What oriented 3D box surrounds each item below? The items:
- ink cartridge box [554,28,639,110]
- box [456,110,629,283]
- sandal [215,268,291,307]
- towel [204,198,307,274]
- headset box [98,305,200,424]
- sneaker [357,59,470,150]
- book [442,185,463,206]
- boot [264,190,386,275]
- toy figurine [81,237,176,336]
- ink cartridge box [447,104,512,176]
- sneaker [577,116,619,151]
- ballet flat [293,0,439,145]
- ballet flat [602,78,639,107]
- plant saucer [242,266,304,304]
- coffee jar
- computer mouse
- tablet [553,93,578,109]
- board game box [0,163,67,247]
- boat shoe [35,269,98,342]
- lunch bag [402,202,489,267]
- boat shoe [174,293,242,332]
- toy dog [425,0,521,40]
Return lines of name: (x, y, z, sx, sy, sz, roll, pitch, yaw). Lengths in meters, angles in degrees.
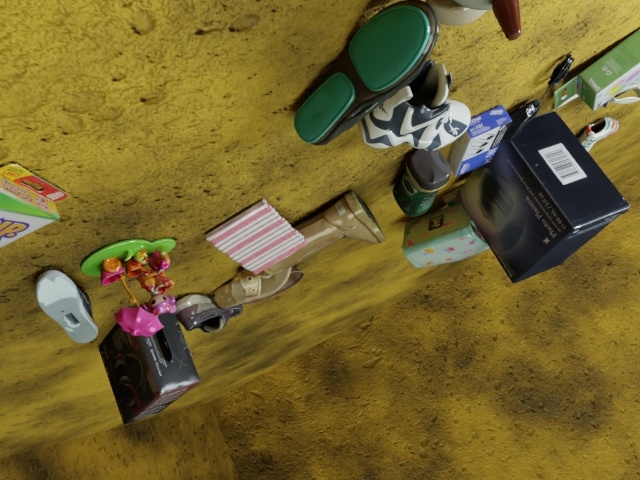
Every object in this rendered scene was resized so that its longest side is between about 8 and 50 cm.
ink cartridge box: (0.601, -0.340, 1.189, 0.209, 0.062, 0.109, -37, 162, 15)
box: (0.526, -0.097, 1.398, 0.183, 0.296, 0.294, -19, 156, -19)
sandal: (-0.183, 0.111, 1.402, 0.240, 0.088, 0.079, -28, 170, 25)
towel: (-0.128, -0.005, 1.166, 0.144, 0.029, 0.197, -30, 145, 11)
headset box: (-0.420, 0.294, 1.380, 0.110, 0.218, 0.293, -11, 159, -43)
sneaker: (0.190, -0.222, 0.918, 0.235, 0.094, 0.153, -4, 163, -30)
book: (0.431, -0.146, 1.635, 0.144, 0.035, 0.096, -29, 162, 20)
boot: (0.000, 0.000, 1.336, 0.270, 0.089, 0.236, -30, 148, 11)
toy figurine: (-0.317, 0.092, 1.015, 0.173, 0.159, 0.130, -16, 161, -33)
ink cartridge box: (0.350, -0.217, 1.260, 0.097, 0.046, 0.207, -24, 164, -3)
sneaker: (0.775, -0.304, 1.637, 0.075, 0.057, 0.161, 12, 144, -39)
ballet flat: (0.066, -0.224, 0.758, 0.096, 0.095, 0.280, -25, 177, -41)
ballet flat: (0.740, -0.366, 1.326, 0.222, 0.079, 0.077, -24, 163, -7)
plant saucer: (-0.142, 0.120, 1.581, 0.199, 0.036, 0.198, -25, 164, -8)
coffee jar: (0.222, -0.129, 1.250, 0.079, 0.096, 0.184, -25, 165, -14)
computer mouse: (0.449, -0.299, 1.185, 0.071, 0.041, 0.242, -36, 164, -32)
tablet: (0.583, -0.336, 1.315, 0.083, 0.006, 0.054, -30, 163, 13)
board game box: (-0.461, -0.010, 0.712, 0.259, 0.039, 0.124, -29, 164, 0)
boat shoe: (-0.461, 0.103, 1.018, 0.065, 0.083, 0.183, -22, 136, -15)
lunch bag: (0.377, -0.014, 1.674, 0.223, 0.160, 0.262, -19, 173, 28)
boat shoe: (-0.292, 0.201, 1.504, 0.103, 0.092, 0.285, -30, 163, 14)
toy dog: (0.256, -0.327, 0.577, 0.334, 0.161, 0.220, -35, 162, 29)
